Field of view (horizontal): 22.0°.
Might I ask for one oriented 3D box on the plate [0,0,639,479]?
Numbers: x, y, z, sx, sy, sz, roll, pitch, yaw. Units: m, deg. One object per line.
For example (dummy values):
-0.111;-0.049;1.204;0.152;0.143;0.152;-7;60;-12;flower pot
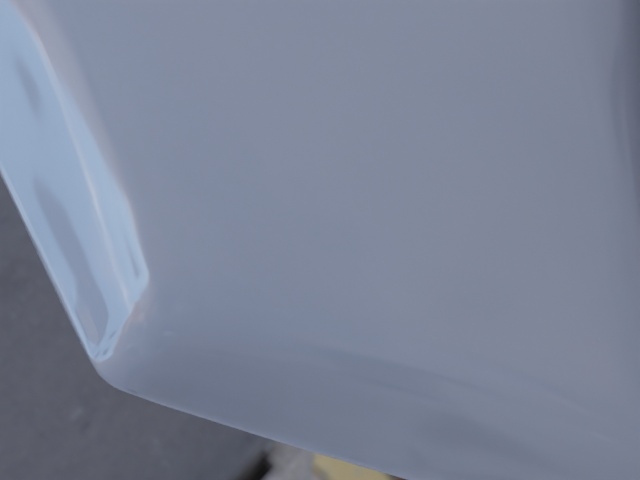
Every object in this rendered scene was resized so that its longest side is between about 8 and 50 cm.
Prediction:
-0.001;-0.031;0.522;0.045;0.278;0.277;-51;138;-35;plate
